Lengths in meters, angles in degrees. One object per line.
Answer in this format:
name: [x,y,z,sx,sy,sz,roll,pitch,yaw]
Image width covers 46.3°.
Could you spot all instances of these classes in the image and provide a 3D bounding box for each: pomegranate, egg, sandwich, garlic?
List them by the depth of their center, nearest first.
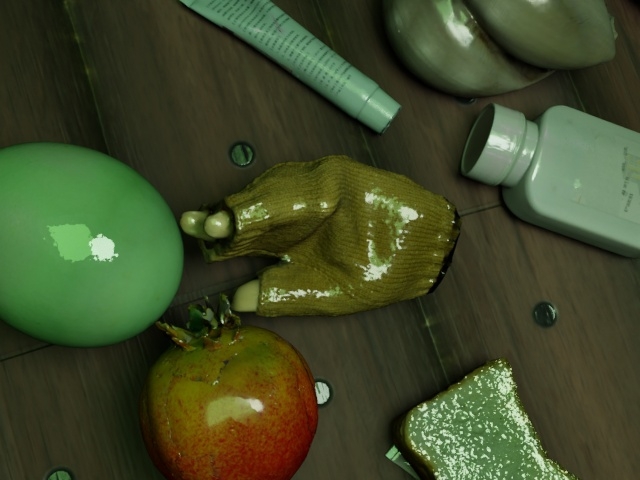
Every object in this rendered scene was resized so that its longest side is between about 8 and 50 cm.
egg: [-0.285,0.002,0.847,0.270,0.220,0.220,34,77,4]
pomegranate: [-0.108,0.182,0.852,0.210,0.210,0.235,-21,97,-12]
sandwich: [0.211,0.275,0.936,0.186,0.065,0.214,-24,74,-18]
garlic: [0.247,-0.295,1.027,0.340,0.231,0.246,26,32,-20]

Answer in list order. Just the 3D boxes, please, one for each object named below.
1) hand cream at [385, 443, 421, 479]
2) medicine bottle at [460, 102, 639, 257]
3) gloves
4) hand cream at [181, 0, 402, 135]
hand cream: [0.182,0.328,0.964,0.216,0.038,0.052,42,53,6]
medicine bottle: [0.348,-0.088,1.020,0.296,0.111,0.161,18,77,-8]
gloves: [0.002,-0.007,0.921,0.356,0.155,0.203,4,117,-28]
hand cream: [-0.035,-0.261,1.013,0.331,0.058,0.085,37,79,-1]
